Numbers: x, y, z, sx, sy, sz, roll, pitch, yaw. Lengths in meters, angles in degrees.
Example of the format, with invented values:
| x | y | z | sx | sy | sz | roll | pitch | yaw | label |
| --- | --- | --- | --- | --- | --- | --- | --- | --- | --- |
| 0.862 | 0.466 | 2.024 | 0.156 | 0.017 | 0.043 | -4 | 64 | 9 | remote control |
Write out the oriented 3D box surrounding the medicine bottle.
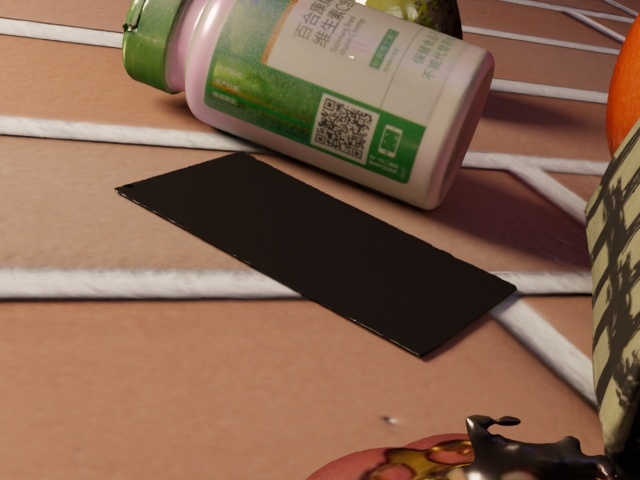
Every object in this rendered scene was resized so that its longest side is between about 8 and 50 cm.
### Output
| x | y | z | sx | sy | sz | roll | pitch | yaw | label |
| --- | --- | --- | --- | --- | --- | --- | --- | --- | --- |
| -0.013 | -0.130 | 0.941 | 0.274 | 0.133 | 0.133 | 21 | 23 | 10 | medicine bottle |

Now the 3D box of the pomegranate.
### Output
| x | y | z | sx | sy | sz | roll | pitch | yaw | label |
| --- | --- | --- | --- | --- | --- | --- | --- | --- | --- |
| 0.072 | -0.205 | 1.223 | 0.138 | 0.163 | 0.125 | -3 | 66 | -10 | pomegranate |

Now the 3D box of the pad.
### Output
| x | y | z | sx | sy | sz | roll | pitch | yaw | label |
| --- | --- | --- | --- | --- | --- | --- | --- | --- | --- |
| 0.000 | 0.000 | 0.817 | 0.243 | 0.004 | 0.163 | 27 | 25 | 22 | pad |

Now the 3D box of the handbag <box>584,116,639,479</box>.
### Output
| x | y | z | sx | sy | sz | roll | pitch | yaw | label |
| --- | --- | --- | --- | --- | --- | --- | --- | --- | --- |
| 0.329 | 0.063 | 0.731 | 0.327 | 0.162 | 0.325 | 26 | 26 | -2 | handbag |

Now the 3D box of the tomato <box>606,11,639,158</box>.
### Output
| x | y | z | sx | sy | sz | roll | pitch | yaw | label |
| --- | --- | --- | --- | --- | --- | --- | --- | --- | --- |
| 0.416 | -0.105 | 0.996 | 0.341 | 0.273 | 0.341 | 15 | 11 | -3 | tomato |

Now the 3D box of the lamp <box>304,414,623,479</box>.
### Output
| x | y | z | sx | sy | sz | roll | pitch | yaw | label |
| --- | --- | --- | --- | --- | --- | --- | --- | --- | --- |
| 0.052 | 0.131 | 0.378 | 0.182 | 0.140 | 0.182 | 3 | 27 | -2 | lamp |
